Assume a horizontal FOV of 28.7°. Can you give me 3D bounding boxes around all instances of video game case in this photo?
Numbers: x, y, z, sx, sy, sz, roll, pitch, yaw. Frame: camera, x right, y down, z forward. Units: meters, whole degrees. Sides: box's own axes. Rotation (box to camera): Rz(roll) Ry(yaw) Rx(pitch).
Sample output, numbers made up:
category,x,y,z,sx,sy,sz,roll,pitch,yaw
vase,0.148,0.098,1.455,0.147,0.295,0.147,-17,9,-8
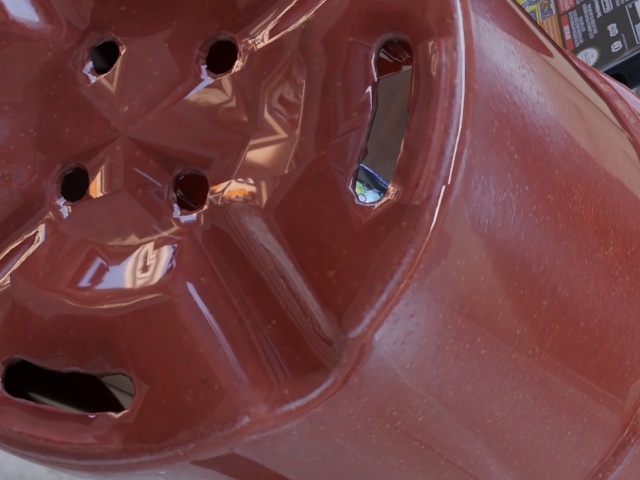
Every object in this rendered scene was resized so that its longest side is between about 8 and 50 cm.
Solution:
category,x,y,z,sx,sy,sz,roll,pitch,yaw
video game case,0.205,-0.180,1.139,0.035,0.248,0.275,51,25,-26

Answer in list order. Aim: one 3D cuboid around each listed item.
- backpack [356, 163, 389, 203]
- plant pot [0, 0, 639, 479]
category,x,y,z,sx,sy,sz,roll,pitch,yaw
backpack,0.023,0.022,1.069,0.173,0.117,0.158,38,58,-10
plant pot,0.000,0.000,0.463,0.272,0.272,0.265,36,1,29
